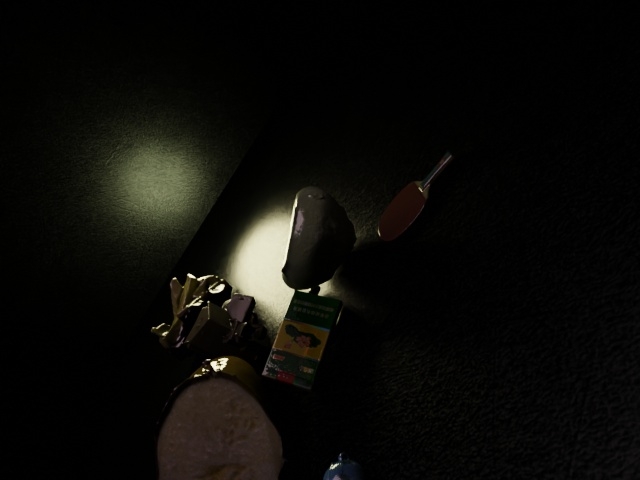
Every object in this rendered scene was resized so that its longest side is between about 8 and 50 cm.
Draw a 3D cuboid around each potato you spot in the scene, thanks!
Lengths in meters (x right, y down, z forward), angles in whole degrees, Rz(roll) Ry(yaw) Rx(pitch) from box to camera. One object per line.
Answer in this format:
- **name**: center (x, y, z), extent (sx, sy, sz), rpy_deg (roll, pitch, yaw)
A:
- **potato**: center (-0.221, 0.481, 1.213), extent (0.296, 0.290, 0.396), rpy_deg (88, 170, -82)

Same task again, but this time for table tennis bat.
- **table tennis bat**: center (0.237, -0.108, 1.247), extent (0.274, 0.021, 0.154), rpy_deg (-50, 24, 20)

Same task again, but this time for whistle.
- **whistle**: center (0.046, 0.436, 0.850), extent (0.090, 0.090, 0.157), rpy_deg (-46, 25, 25)

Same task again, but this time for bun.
- **bun**: center (0.000, 0.000, 1.377), extent (0.293, 0.188, 0.292), rpy_deg (-167, 90, -85)

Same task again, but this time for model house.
- **model house**: center (-0.249, 0.258, 1.485), extent (0.243, 0.212, 0.204), rpy_deg (-23, 42, 57)

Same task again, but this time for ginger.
- **ginger**: center (-0.517, 0.269, 1.887), extent (0.358, 0.211, 0.413), rpy_deg (-59, -4, 6)

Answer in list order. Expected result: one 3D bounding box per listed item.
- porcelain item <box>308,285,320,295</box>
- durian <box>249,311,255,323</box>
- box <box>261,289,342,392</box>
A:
- **porcelain item**: center (-0.038, 0.208, 1.338), extent (0.081, 0.069, 0.215), rpy_deg (-36, 26, 49)
- **durian**: center (-0.313, 0.278, 1.735), extent (0.139, 0.144, 0.252), rpy_deg (-45, 9, -31)
- **box**: center (-0.042, 0.242, 1.233), extent (0.132, 0.034, 0.235), rpy_deg (11, 61, 18)
